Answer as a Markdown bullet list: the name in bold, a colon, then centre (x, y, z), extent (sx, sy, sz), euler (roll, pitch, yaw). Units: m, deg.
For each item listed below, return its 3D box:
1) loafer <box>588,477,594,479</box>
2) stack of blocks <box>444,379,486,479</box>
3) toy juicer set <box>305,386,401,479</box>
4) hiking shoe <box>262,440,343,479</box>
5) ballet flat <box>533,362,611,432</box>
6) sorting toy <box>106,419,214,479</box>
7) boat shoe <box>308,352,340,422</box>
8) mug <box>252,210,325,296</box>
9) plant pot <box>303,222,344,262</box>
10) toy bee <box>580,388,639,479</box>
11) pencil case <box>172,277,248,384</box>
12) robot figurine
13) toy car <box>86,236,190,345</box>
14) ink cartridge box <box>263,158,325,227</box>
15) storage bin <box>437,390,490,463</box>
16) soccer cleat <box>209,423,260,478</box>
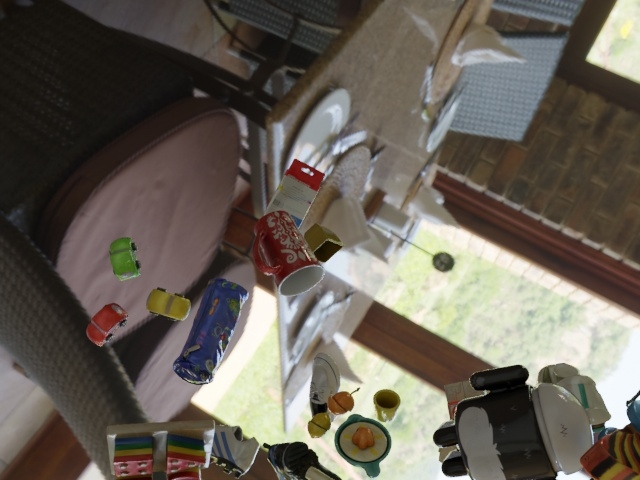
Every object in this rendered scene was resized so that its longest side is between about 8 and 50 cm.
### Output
- **loafer**: centre (0.649, 0.527, 1.387), extent (0.366, 0.130, 0.134), euler (-37, -160, -1)
- **stack of blocks**: centre (0.369, 0.458, 1.566), extent (0.297, 0.087, 0.171), euler (58, 22, -54)
- **toy juicer set**: centre (0.062, 0.467, 1.559), extent (0.329, 0.209, 0.089), euler (-67, 163, -51)
- **hiking shoe**: centre (-0.025, 0.635, 1.749), extent (0.132, 0.304, 0.113), euler (-8, -153, 51)
- **ballet flat**: centre (0.542, 0.334, 1.475), extent (0.139, 0.139, 0.400), euler (-60, 169, -3)
- **sorting toy**: centre (-0.404, 0.557, 1.689), extent (0.257, 0.256, 0.089), euler (106, -21, -48)
- **boat shoe**: centre (0.008, 0.473, 2.062), extent (0.084, 0.095, 0.258), euler (-37, 126, -50)
- **mug**: centre (-0.082, 0.018, 1.472), extent (0.113, 0.169, 0.150), euler (-32, 151, 7)
- **plant pot**: centre (0.000, 0.000, 1.854), extent (0.081, 0.083, 0.081), euler (-42, 144, 22)
- **toy bee**: centre (0.547, 0.331, 1.065), extent (0.298, 0.162, 0.195), euler (-31, 151, -30)
- **pencil case**: centre (-0.302, 0.245, 1.830), extent (0.133, 0.119, 0.306), euler (69, 33, -50)
- **robot figurine**: centre (0.356, 0.363, 1.234), extent (0.209, 0.278, 0.173), euler (60, 23, -28)
- **toy car**: centre (-0.427, 0.098, 1.481), extent (0.239, 0.225, 0.053), euler (-16, 169, -2)
- **ink cartridge box**: centre (-0.091, -0.158, 2.367), extent (0.231, 0.134, 0.078), euler (-62, -179, -6)
- **storage bin**: centre (0.565, 0.679, 2.387), extent (0.262, 0.123, 0.260), euler (-1, 112, -49)
- **soccer cleat**: centre (-0.337, 0.654, 2.174), extent (0.143, 0.331, 0.116), euler (-55, 140, -29)
